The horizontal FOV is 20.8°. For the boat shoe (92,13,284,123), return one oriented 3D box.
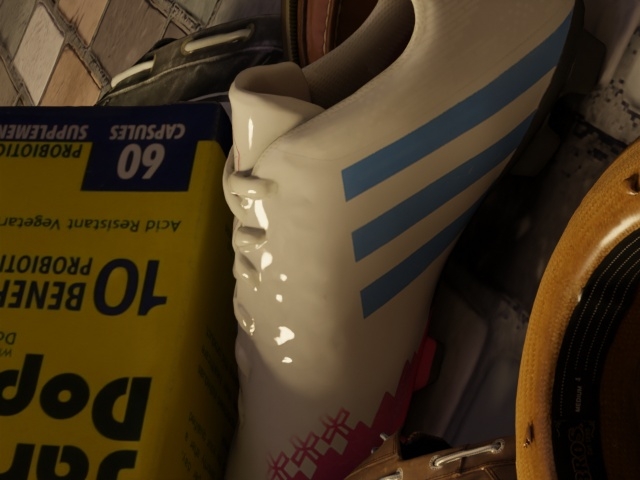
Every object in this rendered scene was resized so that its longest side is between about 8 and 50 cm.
[{"bbox_3d":[-0.087,-0.074,1.163,0.335,0.121,0.119,-5,58,56],"label":"boat shoe"}]

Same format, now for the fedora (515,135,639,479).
[{"bbox_3d":[0.130,0.056,0.501,0.194,0.079,0.194,-173,90,-66],"label":"fedora"}]

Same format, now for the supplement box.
[{"bbox_3d":[-0.143,0.127,0.874,0.195,0.194,0.357,67,-153,-58],"label":"supplement box"}]

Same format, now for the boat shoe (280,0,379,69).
[{"bbox_3d":[0.068,-0.193,0.861,0.104,0.110,0.307,7,77,70],"label":"boat shoe"}]

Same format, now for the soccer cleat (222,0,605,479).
[{"bbox_3d":[0.000,0.000,0.806,0.331,0.143,0.116,-65,21,12],"label":"soccer cleat"}]

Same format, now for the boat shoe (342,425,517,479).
[{"bbox_3d":[0.042,0.115,0.722,0.183,0.066,0.066,-15,51,53],"label":"boat shoe"}]
